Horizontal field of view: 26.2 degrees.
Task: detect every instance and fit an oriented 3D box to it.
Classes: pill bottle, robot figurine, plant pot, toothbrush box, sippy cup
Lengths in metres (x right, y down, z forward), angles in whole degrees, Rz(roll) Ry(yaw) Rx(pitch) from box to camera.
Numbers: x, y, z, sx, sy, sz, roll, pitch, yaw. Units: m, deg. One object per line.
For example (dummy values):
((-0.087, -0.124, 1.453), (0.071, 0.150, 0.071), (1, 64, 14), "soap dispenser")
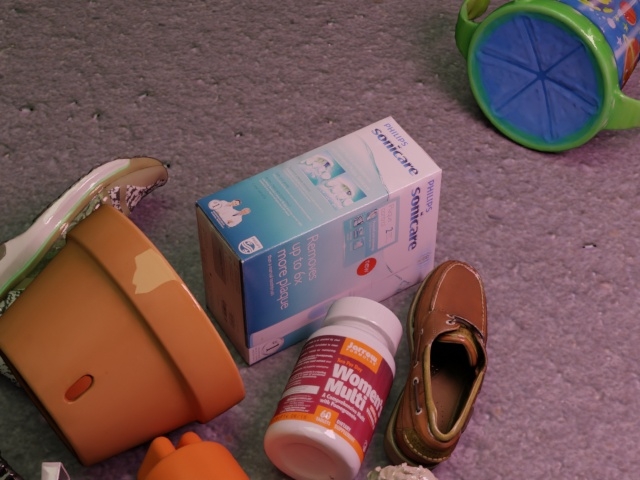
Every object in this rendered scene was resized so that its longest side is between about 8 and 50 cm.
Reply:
((0.022, 0.182, 1.683), (0.121, 0.121, 0.221), (14, 51, 13), "pill bottle")
((-0.123, 0.317, 1.562), (0.128, 0.158, 0.219), (-39, 55, -2), "robot figurine")
((-0.255, 0.132, 1.637), (0.203, 0.291, 0.291), (-37, 57, -16), "plant pot")
((0.000, 0.000, 1.782), (0.295, 0.216, 0.126), (-25, 53, -21), "toothbrush box")
((0.369, -0.283, 2.037), (0.305, 0.240, 0.224), (54, 47, -6), "sippy cup")

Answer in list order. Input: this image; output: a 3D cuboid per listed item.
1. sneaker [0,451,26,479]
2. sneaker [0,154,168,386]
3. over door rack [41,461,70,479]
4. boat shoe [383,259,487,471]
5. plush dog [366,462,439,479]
((-0.396, 0.266, 1.576), (0.295, 0.178, 0.124), (28, 54, 23), "sneaker")
((-0.326, 0.047, 1.832), (0.182, 0.158, 0.410), (46, 56, -2), "sneaker")
((-0.389, 0.401, 1.470), (0.239, 0.108, 0.324), (0, 74, 1), "over door rack")
((0.166, 0.142, 1.708), (0.110, 0.104, 0.307), (22, 54, -12), "boat shoe")
((0.131, 0.385, 1.414), (0.210, 0.262, 0.225), (-50, 25, -13), "plush dog")
